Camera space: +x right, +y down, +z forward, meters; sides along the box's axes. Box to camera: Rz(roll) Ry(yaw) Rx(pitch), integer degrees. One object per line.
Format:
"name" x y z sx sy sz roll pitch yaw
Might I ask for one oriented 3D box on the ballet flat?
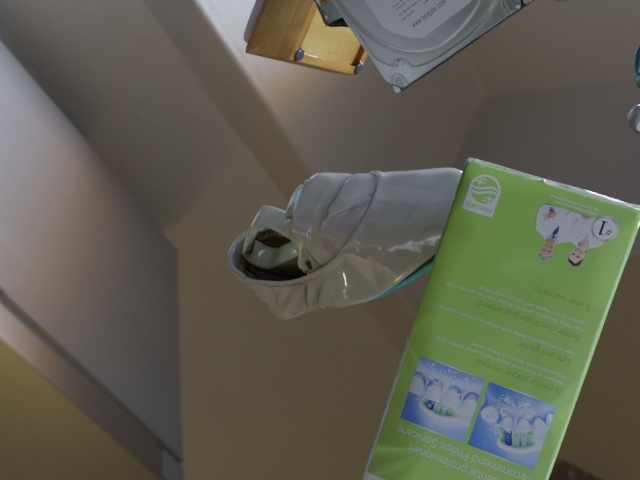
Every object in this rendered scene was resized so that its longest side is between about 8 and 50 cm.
"ballet flat" 0.000 0.000 0.915 0.139 0.139 0.400 -55 -167 -26

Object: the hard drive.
"hard drive" 0.061 -0.340 0.887 0.064 0.338 0.237 -37 -174 -31

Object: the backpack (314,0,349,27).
"backpack" 0.071 -0.403 1.315 0.188 0.144 0.166 -29 -166 8

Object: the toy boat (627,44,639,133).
"toy boat" 0.795 -0.380 2.004 0.267 0.148 0.318 137 -31 -72

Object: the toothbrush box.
"toothbrush box" 0.133 0.093 0.659 0.122 0.206 0.283 18 -83 15

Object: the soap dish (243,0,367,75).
"soap dish" 0.007 -0.424 1.617 0.118 0.291 0.228 33 -71 27
